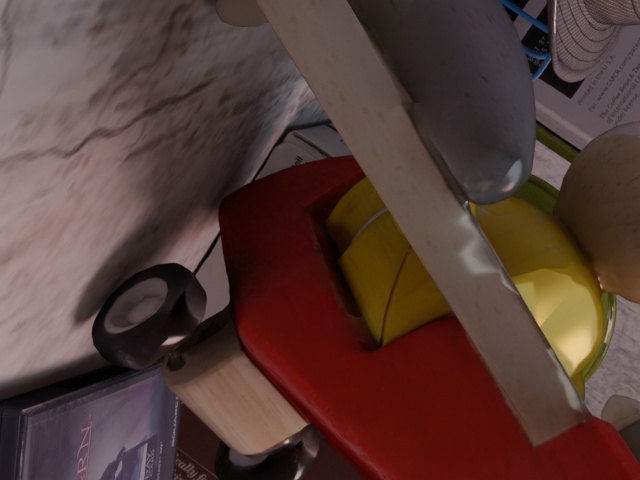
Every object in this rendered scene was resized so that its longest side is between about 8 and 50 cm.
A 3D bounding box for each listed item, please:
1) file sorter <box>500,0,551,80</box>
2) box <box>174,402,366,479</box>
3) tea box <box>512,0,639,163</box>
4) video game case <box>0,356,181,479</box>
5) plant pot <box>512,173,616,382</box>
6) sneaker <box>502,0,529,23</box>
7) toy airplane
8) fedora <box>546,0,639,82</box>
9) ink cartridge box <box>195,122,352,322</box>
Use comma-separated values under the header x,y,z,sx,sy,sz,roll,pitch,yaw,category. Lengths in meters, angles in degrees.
x,y,z,sx,sy,sz,roll,pitch,yaw,category
0.161,-0.209,0.814,0.170,0.104,0.118,-48,170,-43,file sorter
-0.035,0.180,1.014,0.143,0.191,0.381,-55,173,1,box
0.353,-0.218,1.124,0.329,0.220,0.323,-55,168,7,tea box
-0.129,0.171,0.632,0.274,0.026,0.196,1,95,-83,video game case
0.143,0.114,1.453,0.353,0.366,0.366,-25,152,-53,plant pot
0.248,-0.282,1.237,0.073,0.063,0.162,-52,174,-50,sneaker
0.098,0.053,0.486,0.272,0.384,0.386,-43,169,-12,toy airplane
0.225,-0.222,0.653,0.243,0.124,0.275,-27,124,-55,fedora
0.000,0.000,0.800,0.153,0.087,0.208,-57,172,16,ink cartridge box
